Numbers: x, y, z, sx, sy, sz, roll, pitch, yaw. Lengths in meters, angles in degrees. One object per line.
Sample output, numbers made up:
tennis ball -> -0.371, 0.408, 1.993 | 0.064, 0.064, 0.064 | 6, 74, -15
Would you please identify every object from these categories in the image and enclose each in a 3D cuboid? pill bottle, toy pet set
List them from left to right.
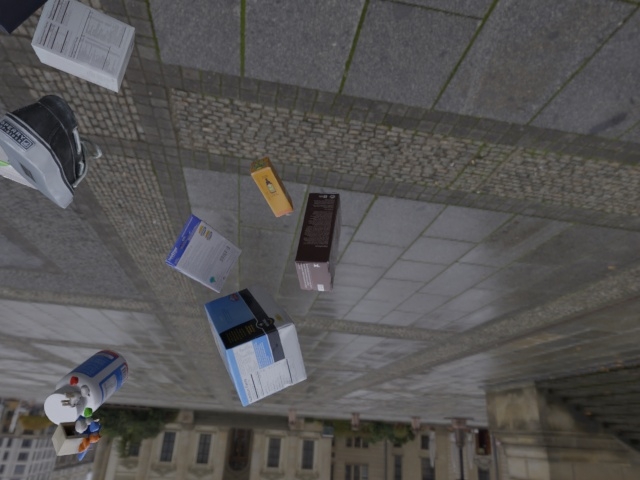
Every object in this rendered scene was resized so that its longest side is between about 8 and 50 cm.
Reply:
pill bottle -> -0.637, 0.400, 1.246 | 0.124, 0.124, 0.221 | 0, -169, 9
toy pet set -> -0.384, 0.305, 0.755 | 0.122, 0.114, 0.065 | 38, -168, 39

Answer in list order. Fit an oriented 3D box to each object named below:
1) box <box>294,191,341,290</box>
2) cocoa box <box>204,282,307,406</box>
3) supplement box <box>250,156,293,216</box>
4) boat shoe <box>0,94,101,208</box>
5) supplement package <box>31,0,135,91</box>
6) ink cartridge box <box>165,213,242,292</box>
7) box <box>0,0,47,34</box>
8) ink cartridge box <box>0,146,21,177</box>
box -> 0.000, 0.000, 1.872 | 0.143, 0.381, 0.191 | 1, 138, 8
cocoa box -> -0.229, 0.336, 1.545 | 0.228, 0.232, 0.347 | -19, -156, -19
supplement box -> -0.180, -0.199, 1.716 | 0.078, 0.080, 0.233 | -18, 137, 9
boat shoe -> -0.409, -0.136, 0.698 | 0.113, 0.105, 0.306 | 42, 158, -9
supplement package -> -0.807, -0.677, 1.576 | 0.262, 0.198, 0.199 | 19, 177, -24
ink cartridge box -> -0.419, 0.047, 1.615 | 0.065, 0.186, 0.311 | 18, 164, 29
box -> -0.803, -0.733, 1.091 | 0.343, 0.312, 0.179 | 34, 164, 10
ink cartridge box -> -0.878, -0.240, 1.367 | 0.198, 0.115, 0.273 | 24, 166, -18
